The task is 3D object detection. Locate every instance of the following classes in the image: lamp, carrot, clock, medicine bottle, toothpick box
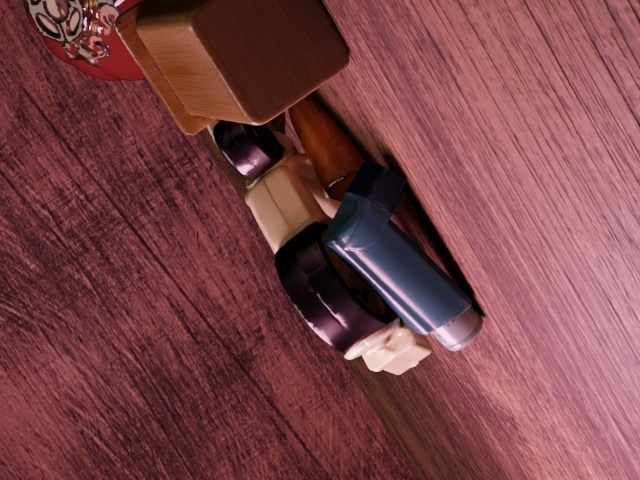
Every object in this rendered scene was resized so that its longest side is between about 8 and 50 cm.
[{"bbox_3d":[-0.308,-0.384,1.811,0.303,0.257,0.303,18,125,28],"label":"lamp"},{"bbox_3d":[0.000,-0.141,1.664,0.205,0.072,0.072,58,174,32],"label":"carrot"},{"bbox_3d":[0.000,0.000,1.669,0.276,0.120,0.379,30,-150,-54],"label":"clock"},{"bbox_3d":[0.112,0.025,1.545,0.258,0.124,0.079,46,169,-17],"label":"medicine bottle"},{"bbox_3d":[-0.104,-0.243,1.495,0.187,0.190,0.308,59,167,-17],"label":"toothpick box"}]

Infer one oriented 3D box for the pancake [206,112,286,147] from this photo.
[{"bbox_3d":[-0.112,-0.199,1.810,0.236,0.042,0.222,14,-121,-64],"label":"pancake"}]
